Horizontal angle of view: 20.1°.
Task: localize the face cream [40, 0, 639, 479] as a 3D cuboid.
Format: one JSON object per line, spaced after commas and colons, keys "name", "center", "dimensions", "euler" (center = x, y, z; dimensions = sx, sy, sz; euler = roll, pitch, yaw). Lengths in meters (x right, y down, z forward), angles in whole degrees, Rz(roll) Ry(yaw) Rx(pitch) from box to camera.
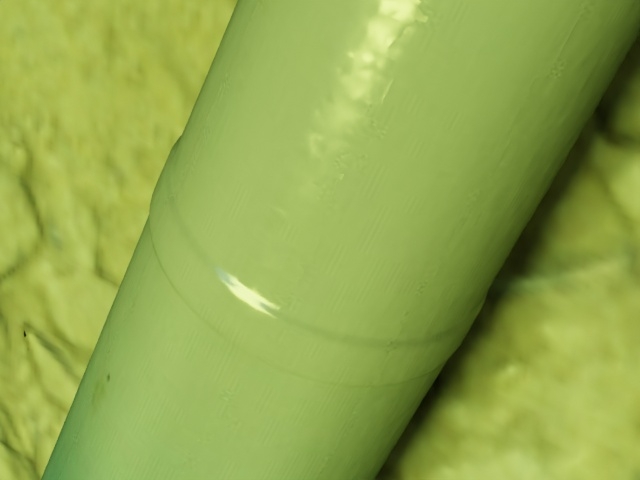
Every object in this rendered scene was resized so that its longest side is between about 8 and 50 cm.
{"name": "face cream", "center": [0.000, 0.000, 0.401], "dimensions": [0.077, 0.077, 0.250], "euler": [44, 130, 21]}
